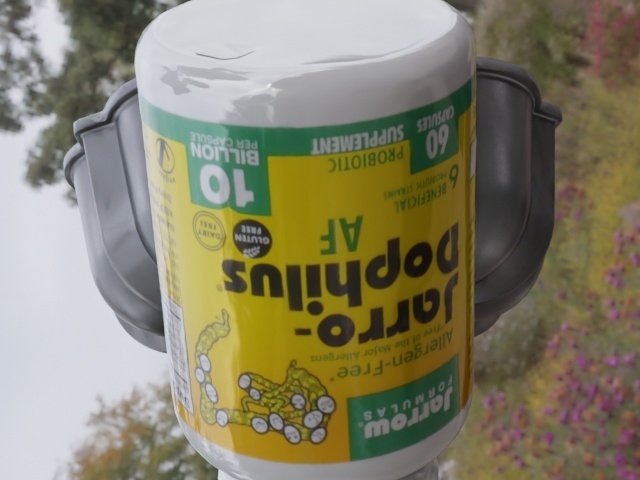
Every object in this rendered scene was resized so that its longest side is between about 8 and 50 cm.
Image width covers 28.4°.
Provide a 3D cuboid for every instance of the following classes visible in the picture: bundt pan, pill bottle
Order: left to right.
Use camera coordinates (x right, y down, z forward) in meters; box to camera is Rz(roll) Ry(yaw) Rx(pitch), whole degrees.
[{"bbox_3d":[-0.001,0.019,0.472,0.117,0.118,0.208,-56,-32,-59],"label":"pill bottle"},{"bbox_3d":[0.000,0.000,0.822,0.331,0.331,0.124,80,-175,-68],"label":"bundt pan"}]
